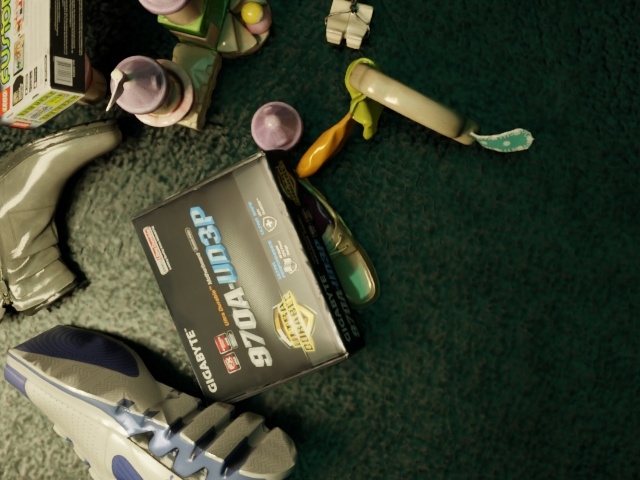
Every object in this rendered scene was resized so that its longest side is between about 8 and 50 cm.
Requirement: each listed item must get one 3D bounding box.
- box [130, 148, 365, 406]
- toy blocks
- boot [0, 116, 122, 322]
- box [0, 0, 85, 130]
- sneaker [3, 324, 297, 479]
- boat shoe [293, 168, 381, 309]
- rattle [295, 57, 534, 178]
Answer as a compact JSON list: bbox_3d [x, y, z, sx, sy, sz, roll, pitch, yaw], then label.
[{"bbox_3d":[-0.075,0.040,1.181,0.175,0.051,0.220,-23,87,26],"label":"box"},{"bbox_3d":[-0.111,-0.239,1.113,0.309,0.260,0.288,16,90,5],"label":"toy blocks"},{"bbox_3d":[-0.291,-0.017,1.226,0.247,0.083,0.161,-26,97,7],"label":"boot"},{"bbox_3d":[-0.257,-0.216,1.070,0.036,0.114,0.206,7,74,-37],"label":"box"},{"bbox_3d":[-0.191,0.227,1.170,0.316,0.127,0.182,25,110,17],"label":"sneaker"},{"bbox_3d":[0.000,0.000,1.200,0.063,0.059,0.170,-38,87,3],"label":"boat shoe"},{"bbox_3d":[0.100,-0.089,1.175,0.200,0.130,0.142,26,82,-22],"label":"rattle"}]
